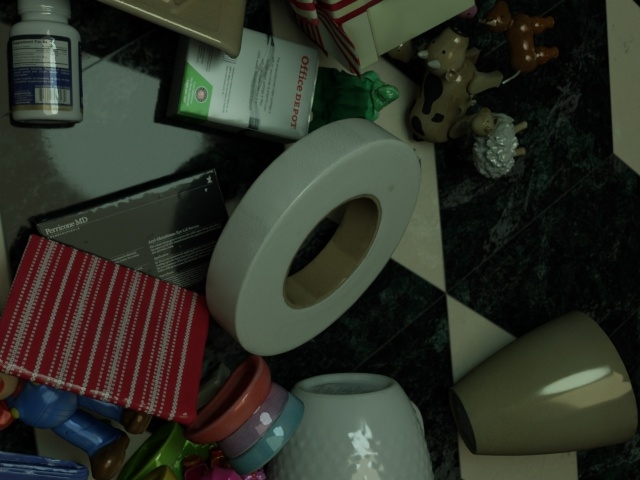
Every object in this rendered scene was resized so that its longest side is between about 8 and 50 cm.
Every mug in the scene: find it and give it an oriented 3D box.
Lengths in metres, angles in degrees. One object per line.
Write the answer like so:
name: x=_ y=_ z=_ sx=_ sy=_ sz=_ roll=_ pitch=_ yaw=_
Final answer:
mug: x=0.073 y=0.387 z=1.194 sx=0.374 sy=0.276 sz=0.328 roll=-5 pitch=94 yaw=-55

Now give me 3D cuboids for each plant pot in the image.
plant pot: x=0.389 y=0.293 z=1.343 sx=0.274 sy=0.256 sz=0.256 roll=-17 pitch=102 yaw=-7

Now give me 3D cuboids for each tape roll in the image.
tape roll: x=0.000 y=0.000 z=1.084 sx=0.392 sy=0.072 sz=0.392 roll=-38 pitch=150 yaw=-27

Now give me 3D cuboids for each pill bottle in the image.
pill bottle: x=-0.380 y=-0.249 z=1.003 sx=0.094 sy=0.094 sz=0.169 roll=-2 pitch=95 yaw=-25

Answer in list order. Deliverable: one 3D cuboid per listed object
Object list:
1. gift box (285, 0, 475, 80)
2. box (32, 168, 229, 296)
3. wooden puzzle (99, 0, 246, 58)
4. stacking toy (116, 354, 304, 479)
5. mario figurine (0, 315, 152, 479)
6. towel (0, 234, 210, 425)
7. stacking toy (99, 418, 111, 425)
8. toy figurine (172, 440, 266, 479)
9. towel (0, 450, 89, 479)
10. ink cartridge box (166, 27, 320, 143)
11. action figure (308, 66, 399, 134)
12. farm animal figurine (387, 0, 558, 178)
gift box: x=0.060 y=-0.401 z=1.067 sx=0.258 sy=0.255 sz=0.276 roll=-28 pitch=131 yaw=-8
box: x=-0.264 y=0.015 z=1.074 sx=0.261 sy=0.103 sz=0.184 roll=-20 pitch=106 yaw=-22
wooden puzzle: x=-0.258 y=-0.433 z=1.008 sx=0.348 sy=0.080 sz=0.322 roll=19 pitch=60 yaw=-29
stacking toy: x=-0.158 y=0.318 z=1.038 sx=0.130 sy=0.279 sz=0.309 roll=46 pitch=76 yaw=-10
mario figurine: x=-0.394 y=0.212 z=0.963 sx=0.321 sy=0.170 sz=0.198 roll=31 pitch=61 yaw=-15
towel: x=-0.274 y=0.120 z=0.952 sx=0.275 sy=0.031 sz=0.198 roll=24 pitch=47 yaw=-25
stacking toy: x=-0.415 y=0.355 z=1.062 sx=0.221 sy=0.052 sz=0.166 roll=-2 pitch=97 yaw=-27
toy figurine: x=-0.141 y=0.368 z=1.128 sx=0.173 sy=0.159 sz=0.130 roll=-15 pitch=100 yaw=-24
towel: x=-0.478 y=0.406 z=0.972 sx=0.243 sy=0.040 sz=0.336 roll=17 pitch=114 yaw=-26
ink cartridge box: x=-0.119 y=-0.245 z=1.129 sx=0.208 sy=0.087 sz=0.153 roll=11 pitch=89 yaw=-24
action figure: x=0.051 y=-0.217 z=1.131 sx=0.064 sy=0.232 sz=0.137 roll=-4 pitch=96 yaw=-25
farm animal figurine: x=0.209 y=-0.300 z=1.213 sx=0.172 sy=0.330 sz=0.326 roll=-18 pitch=130 yaw=-26
